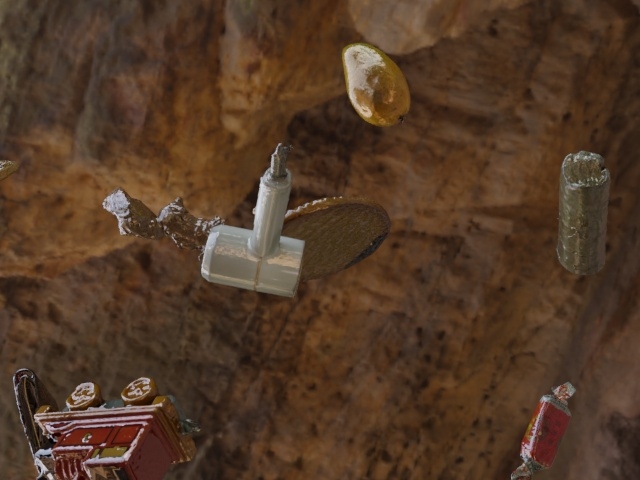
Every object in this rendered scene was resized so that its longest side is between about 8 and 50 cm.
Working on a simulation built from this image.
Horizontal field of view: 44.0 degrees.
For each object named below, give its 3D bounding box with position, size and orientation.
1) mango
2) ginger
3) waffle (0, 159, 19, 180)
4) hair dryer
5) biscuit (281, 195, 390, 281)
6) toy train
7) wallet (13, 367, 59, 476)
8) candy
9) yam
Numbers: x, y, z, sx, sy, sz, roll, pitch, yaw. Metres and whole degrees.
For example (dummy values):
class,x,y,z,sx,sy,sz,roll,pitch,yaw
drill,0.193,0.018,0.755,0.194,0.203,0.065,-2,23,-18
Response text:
class,x,y,z,sx,sy,sz,roll,pitch,yaw
mango,0.092,-0.269,1.359,0.187,0.101,0.066,64,-163,20
ginger,-0.356,-0.048,1.752,0.084,0.290,0.122,29,-102,-80
waffle,-0.605,-0.111,1.391,0.135,0.092,0.021,-56,-30,-59
hair dryer,-0.096,-0.043,1.314,0.357,0.173,0.107,106,173,-49
biscuit,0.000,0.000,1.730,0.318,0.318,0.040,81,171,-61
toy train,-0.416,0.410,1.601,0.231,0.369,0.163,-65,-40,-55
wallet,-0.664,0.458,1.898,0.221,0.072,0.262,107,147,-61
candy,0.535,0.460,1.888,0.292,0.086,0.059,-61,2,-20
yam,0.483,-0.048,1.454,0.259,0.093,0.093,72,-148,-48
